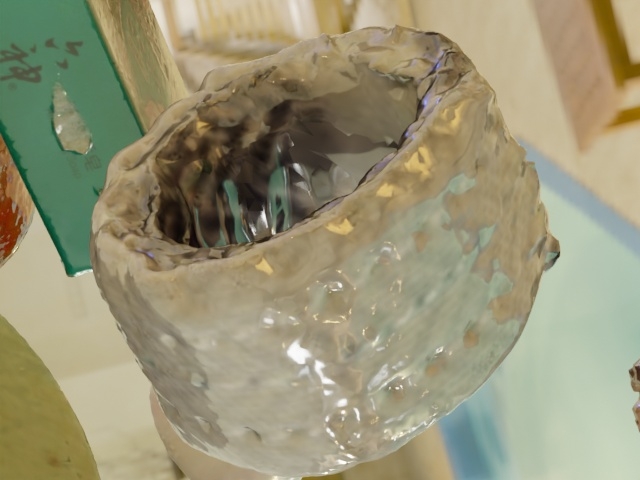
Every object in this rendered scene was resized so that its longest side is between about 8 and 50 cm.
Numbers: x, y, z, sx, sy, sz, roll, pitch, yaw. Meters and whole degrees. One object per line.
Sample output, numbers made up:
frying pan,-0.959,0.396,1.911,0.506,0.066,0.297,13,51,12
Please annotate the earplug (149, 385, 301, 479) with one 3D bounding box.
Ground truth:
earplug,0.002,0.097,1.615,0.172,0.301,0.172,36,-154,-21

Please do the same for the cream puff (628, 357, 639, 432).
cream puff,0.366,0.177,1.303,0.350,0.229,0.350,-22,-90,-87

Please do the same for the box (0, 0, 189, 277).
box,-0.158,-0.120,1.132,0.153,0.092,0.244,-90,-17,-56

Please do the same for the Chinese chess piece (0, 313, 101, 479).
Chinese chess piece,-0.298,0.161,1.098,0.349,0.146,0.349,35,-147,-26

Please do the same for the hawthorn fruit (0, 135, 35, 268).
hawthorn fruit,-0.349,-0.038,1.391,0.261,0.224,0.224,-52,-34,-40

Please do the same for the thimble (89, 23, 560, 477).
thimble,0.000,0.000,0.986,0.157,0.246,0.217,65,176,-38
